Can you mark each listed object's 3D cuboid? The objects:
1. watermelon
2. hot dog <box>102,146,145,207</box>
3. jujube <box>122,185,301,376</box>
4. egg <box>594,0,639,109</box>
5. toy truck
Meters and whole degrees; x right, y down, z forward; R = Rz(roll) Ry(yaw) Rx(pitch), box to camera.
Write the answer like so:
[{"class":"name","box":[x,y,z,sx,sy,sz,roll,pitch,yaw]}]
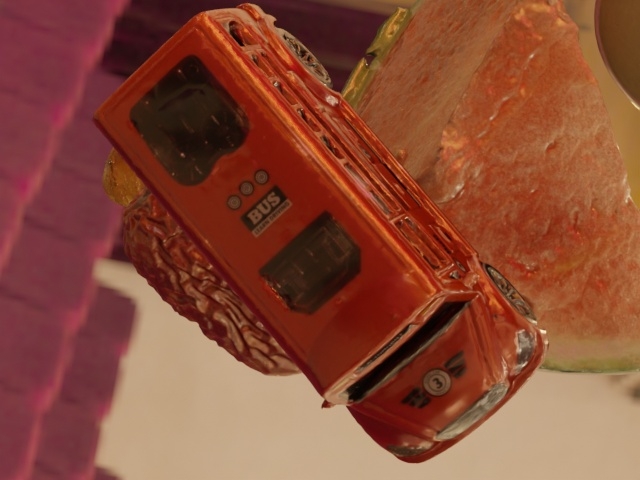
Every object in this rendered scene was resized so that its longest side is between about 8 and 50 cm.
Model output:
[{"class":"watermelon","box":[0.085,-0.044,1.410,0.292,0.222,0.319,-165,-124,-77]},{"class":"hot dog","box":[-0.074,-0.062,1.956,0.068,0.288,0.083,78,16,-79]},{"class":"jujube","box":[-0.058,0.019,1.400,0.109,0.176,0.112,-40,-163,27]},{"class":"egg","box":[0.320,-0.168,1.360,0.219,0.269,0.219,14,74,-60]},{"class":"toy truck","box":[0.000,0.000,1.028,0.107,0.253,0.114,-42,173,13]}]
